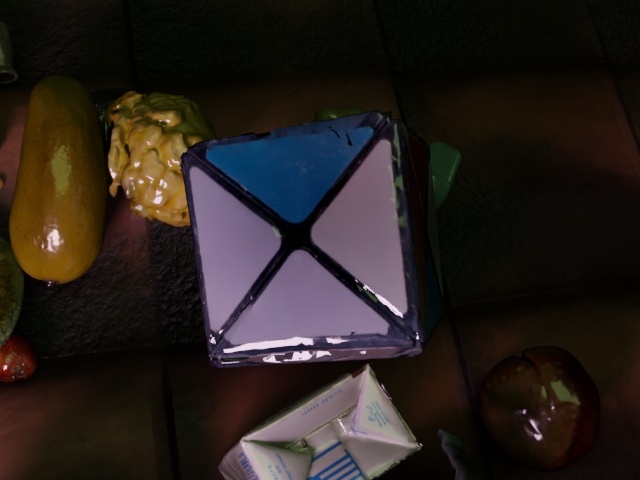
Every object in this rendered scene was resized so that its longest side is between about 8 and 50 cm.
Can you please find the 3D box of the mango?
[{"bbox_3d":[-0.398,-0.096,1.135,0.142,0.195,0.331,2,89,-28],"label":"mango"}]

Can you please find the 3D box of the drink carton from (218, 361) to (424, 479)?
[{"bbox_3d":[-0.018,0.294,1.013,0.194,0.324,0.132,-26,76,-21],"label":"drink carton"}]

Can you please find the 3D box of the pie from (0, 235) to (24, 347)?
[{"bbox_3d":[-0.584,0.073,1.070,0.323,0.070,0.323,9,51,-12],"label":"pie"}]

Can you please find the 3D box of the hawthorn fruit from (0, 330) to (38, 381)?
[{"bbox_3d":[-0.458,0.172,1.103,0.077,0.077,0.077,4,68,-11],"label":"hawthorn fruit"}]

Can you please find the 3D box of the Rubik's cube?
[{"bbox_3d":[0.000,0.000,1.056,0.310,0.305,0.306,-7,92,15],"label":"Rubik's cube"}]

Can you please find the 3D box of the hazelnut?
[{"bbox_3d":[0.360,0.263,1.202,0.208,0.208,0.208,4,68,-11],"label":"hazelnut"}]

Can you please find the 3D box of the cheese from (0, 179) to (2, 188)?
[{"bbox_3d":[-0.561,-0.061,1.202,0.047,0.017,0.111,30,65,-3],"label":"cheese"}]

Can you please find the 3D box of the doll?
[{"bbox_3d":[0.086,-0.127,1.284,0.261,0.177,0.161,30,65,-8],"label":"doll"}]

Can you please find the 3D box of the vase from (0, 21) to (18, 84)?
[{"bbox_3d":[-0.557,-0.325,1.289,0.053,0.053,0.100,-16,77,-18],"label":"vase"}]

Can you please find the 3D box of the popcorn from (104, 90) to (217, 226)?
[{"bbox_3d":[-0.245,-0.127,1.189,0.190,0.250,0.250,-29,76,5],"label":"popcorn"}]

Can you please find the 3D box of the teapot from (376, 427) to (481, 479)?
[{"bbox_3d":[0.130,0.431,0.992,0.305,0.285,0.223,-32,91,-15],"label":"teapot"}]

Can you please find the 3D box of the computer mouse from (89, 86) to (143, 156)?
[{"bbox_3d":[-0.379,-0.204,1.274,0.192,0.062,0.105,-32,77,-20],"label":"computer mouse"}]
